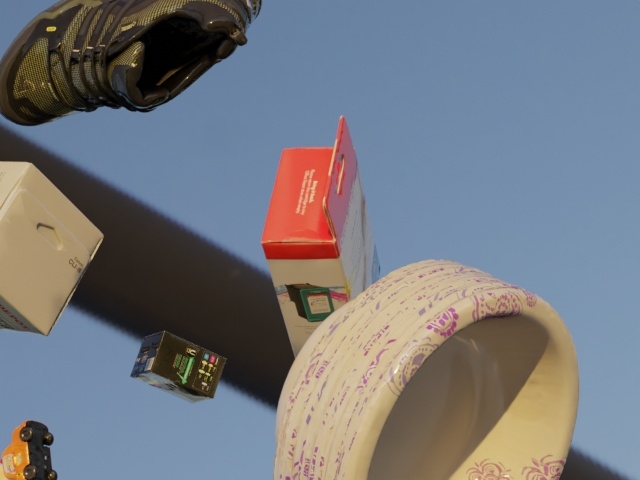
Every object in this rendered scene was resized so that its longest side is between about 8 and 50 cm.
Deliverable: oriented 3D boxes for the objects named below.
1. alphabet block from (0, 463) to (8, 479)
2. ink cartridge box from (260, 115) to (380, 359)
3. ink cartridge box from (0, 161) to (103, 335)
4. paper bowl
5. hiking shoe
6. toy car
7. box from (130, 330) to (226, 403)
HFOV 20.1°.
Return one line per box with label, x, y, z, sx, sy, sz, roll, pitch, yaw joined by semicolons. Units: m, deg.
alphabet block;-0.404;0.380;2.063;0.193;0.197;0.192;9;-43;19
ink cartridge box;0.000;0.000;1.811;0.078;0.134;0.231;-1;-44;13
ink cartridge box;-0.334;0.006;1.793;0.176;0.127;0.128;2;-34;40
paper bowl;0.075;0.153;1.514;0.284;0.148;0.284;-22;-56;-38
hiking shoe;-0.155;-0.138;1.349;0.227;0.114;0.086;-23;-64;17
toy car;-0.252;0.179;1.419;0.040;0.060;0.122;-17;-3;23
box;-0.160;0.144;2.038;0.083;0.052;0.062;26;-21;-23
